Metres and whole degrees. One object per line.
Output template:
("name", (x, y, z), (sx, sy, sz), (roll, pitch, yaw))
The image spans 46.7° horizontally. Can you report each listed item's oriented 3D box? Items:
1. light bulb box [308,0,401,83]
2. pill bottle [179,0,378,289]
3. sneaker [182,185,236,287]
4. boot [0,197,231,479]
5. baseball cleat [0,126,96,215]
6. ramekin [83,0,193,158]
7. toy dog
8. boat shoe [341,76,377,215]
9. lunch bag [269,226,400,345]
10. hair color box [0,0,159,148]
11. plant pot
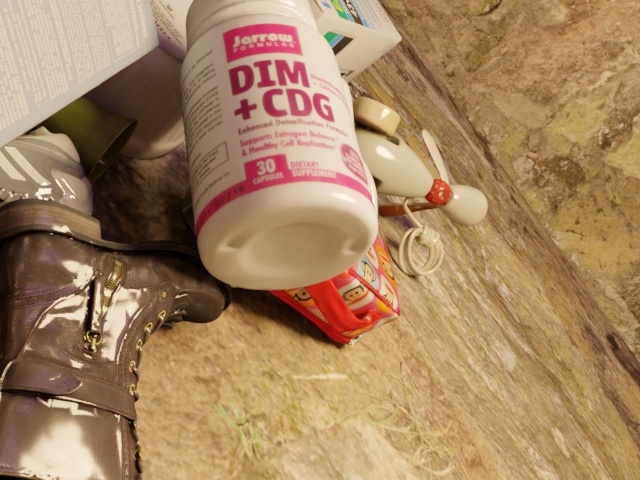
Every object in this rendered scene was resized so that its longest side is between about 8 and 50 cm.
("light bulb box", (-0.100, -0.407, 1.170), (0.358, 0.225, 0.361), (57, 24, 4))
("pill bottle", (-0.050, -0.110, 0.710), (0.160, 0.160, 0.283), (25, 44, -47))
("sneaker", (-0.119, -0.010, 0.851), (0.061, 0.053, 0.152), (48, 22, -55))
("boot", (-0.165, 0.104, 0.592), (0.263, 0.091, 0.229), (24, 45, -47))
("baseball cleat", (-0.255, -0.040, 0.608), (0.109, 0.072, 0.206), (58, 27, 0))
("ramekin", (-0.223, -0.237, 0.848), (0.273, 0.127, 0.273), (42, 27, -27))
("toy dog", (0.126, -0.115, 1.290), (0.334, 0.220, 0.161), (48, -7, -31))
("boat shoe", (0.010, -0.119, 1.104), (0.096, 0.098, 0.277), (-5, 80, -64))
("lunch bag", (0.000, 0.000, 0.905), (0.293, 0.120, 0.258), (44, 24, -52))
("hair color box", (-0.277, -0.147, 0.540), (0.374, 0.185, 0.114), (-70, 156, -62))
("plant pot", (-0.238, -0.111, 0.733), (0.079, 0.083, 0.083), (38, 27, -8))
